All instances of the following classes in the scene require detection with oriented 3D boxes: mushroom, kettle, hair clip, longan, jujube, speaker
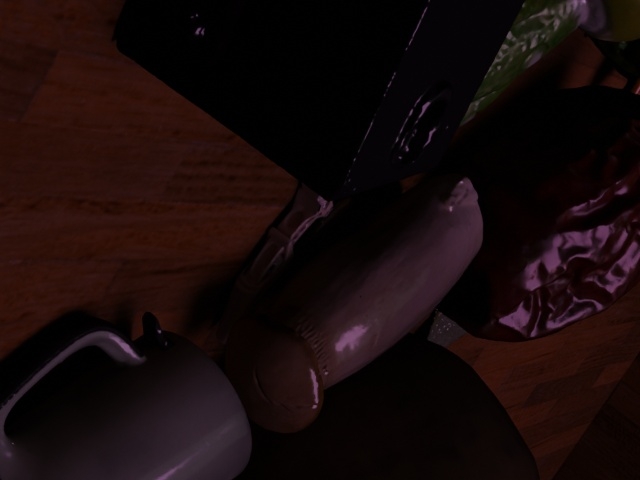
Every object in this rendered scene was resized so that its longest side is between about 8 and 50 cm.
[{"bbox_3d":[0.054,0.048,1.674,0.407,0.154,0.137,-45,117,-44],"label":"mushroom"},{"bbox_3d":[-0.214,0.186,1.417,0.255,0.165,0.240,-31,121,-36],"label":"kettle"},{"bbox_3d":[-0.048,0.012,1.620,0.226,0.034,0.072,-54,158,4],"label":"hair clip"},{"bbox_3d":[0.060,0.284,1.766,0.404,0.404,0.336,-28,155,-47],"label":"longan"},{"bbox_3d":[0.296,-0.033,1.978,0.377,0.276,0.276,-27,149,-27],"label":"jujube"},{"bbox_3d":[0.017,-0.199,1.157,0.184,0.232,0.254,-20,142,-57],"label":"speaker"}]

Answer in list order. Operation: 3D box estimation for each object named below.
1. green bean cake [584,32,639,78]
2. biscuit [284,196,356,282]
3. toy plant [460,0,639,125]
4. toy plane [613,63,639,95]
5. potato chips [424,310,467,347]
[{"bbox_3d":[0.490,-0.254,1.866,0.218,0.319,0.335,-57,176,15],"label":"green bean cake"},{"bbox_3d":[0.000,0.000,1.708,0.120,0.015,0.120,-49,168,-14],"label":"biscuit"},{"bbox_3d":[0.221,-0.237,1.624,0.316,0.184,0.224,-38,166,-10],"label":"toy plant"},{"bbox_3d":[0.447,-0.233,2.185,0.316,0.103,0.204,-47,157,4],"label":"toy plane"},{"bbox_3d":[0.181,0.158,2.292,0.228,0.059,0.167,-59,165,2],"label":"potato chips"}]
